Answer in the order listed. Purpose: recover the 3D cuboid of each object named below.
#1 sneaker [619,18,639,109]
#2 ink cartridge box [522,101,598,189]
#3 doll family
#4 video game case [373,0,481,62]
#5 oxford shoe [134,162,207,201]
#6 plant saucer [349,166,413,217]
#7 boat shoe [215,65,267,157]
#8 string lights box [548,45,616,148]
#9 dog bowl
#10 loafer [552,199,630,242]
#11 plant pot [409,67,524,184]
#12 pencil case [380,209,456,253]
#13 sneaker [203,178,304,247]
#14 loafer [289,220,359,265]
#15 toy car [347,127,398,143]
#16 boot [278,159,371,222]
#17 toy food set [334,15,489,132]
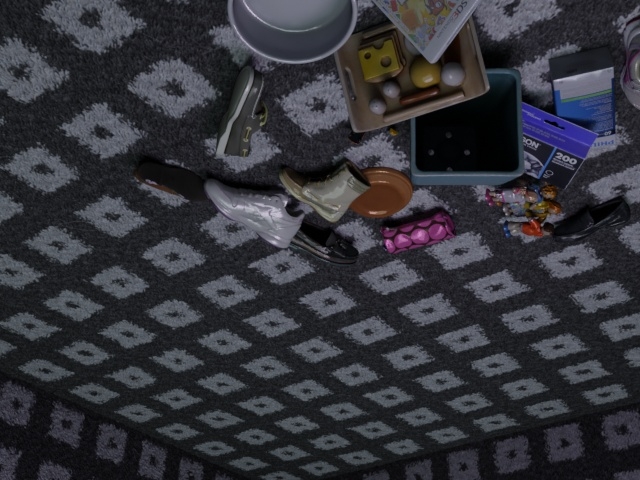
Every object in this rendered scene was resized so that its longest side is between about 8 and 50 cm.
[{"bbox_3d":[0.732,-0.372,1.703,0.103,0.111,0.252,-13,141,18],"label":"sneaker"},{"bbox_3d":[0.546,-0.229,1.867,0.206,0.045,0.208,25,154,10],"label":"ink cartridge box"},{"bbox_3d":[0.566,-0.109,2.066,0.163,0.118,0.263,-1,150,33],"label":"doll family"},{"bbox_3d":[0.202,-0.499,1.489,0.026,0.227,0.206,-29,164,-40],"label":"video game case"},{"bbox_3d":[-0.404,-0.161,2.065,0.212,0.076,0.076,21,169,-29],"label":"oxford shoe"},{"bbox_3d":[0.158,-0.125,2.110,0.200,0.037,0.200,0,144,0],"label":"plant saucer"},{"bbox_3d":[-0.178,-0.302,1.825,0.091,0.109,0.305,12,148,-15],"label":"boat shoe"},{"bbox_3d":[0.624,-0.324,1.800,0.133,0.077,0.260,-10,142,15],"label":"string lights box"},{"bbox_3d":[-0.056,-0.498,1.557,0.265,0.104,0.265,0,144,0],"label":"dog bowl"},{"bbox_3d":[0.764,-0.059,2.160,0.223,0.076,0.078,-22,133,21],"label":"loafer"},{"bbox_3d":[0.322,-0.239,1.782,0.247,0.247,0.252,0,170,1],"label":"plant pot"},{"bbox_3d":[0.282,-0.027,2.199,0.209,0.095,0.098,-17,124,19],"label":"pencil case"},{"bbox_3d":[-0.182,-0.106,2.111,0.305,0.114,0.152,31,105,-25],"label":"sneaker"},{"bbox_3d":[0.000,0.000,2.239,0.267,0.096,0.084,19,128,-16],"label":"loafer"},{"bbox_3d":[0.130,-0.261,1.916,0.122,0.060,0.040,13,174,-6],"label":"toy car"},{"bbox_3d":[0.011,-0.161,2.030,0.213,0.077,0.165,36,123,-15],"label":"boot"},{"bbox_3d":[0.186,-0.378,1.610,0.306,0.220,0.092,-15,178,20],"label":"toy food set"}]
